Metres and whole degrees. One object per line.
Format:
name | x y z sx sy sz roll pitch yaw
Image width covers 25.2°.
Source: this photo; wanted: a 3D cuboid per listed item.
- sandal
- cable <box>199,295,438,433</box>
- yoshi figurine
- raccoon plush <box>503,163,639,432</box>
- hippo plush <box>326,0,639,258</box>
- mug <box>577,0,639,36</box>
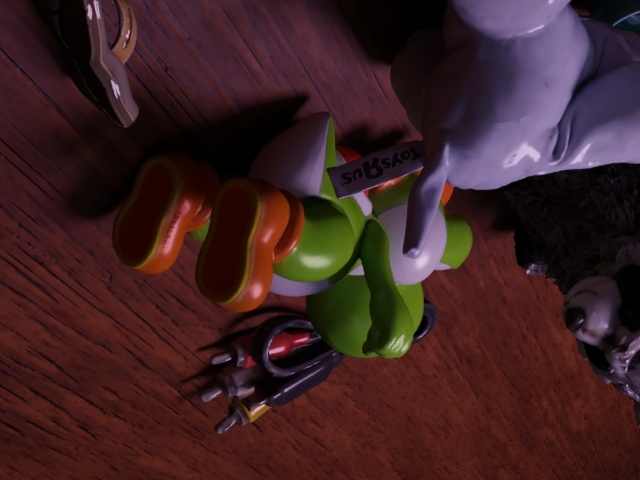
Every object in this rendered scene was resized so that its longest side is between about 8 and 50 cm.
sandal | -0.146 -0.140 0.944 0.049 0.072 0.180 -41 156 -14
cable | 0.003 0.098 1.506 0.287 0.072 0.139 -28 137 -32
yoshi figurine | -0.002 0.028 1.240 0.203 0.203 0.362 -30 159 34
raccoon plush | 0.406 0.001 1.451 0.446 0.299 0.216 -20 150 -20
hippo plush | 0.130 -0.176 1.060 0.294 0.234 0.236 -18 124 -21
mug | 0.287 -0.196 1.220 0.129 0.097 0.158 -25 133 36
